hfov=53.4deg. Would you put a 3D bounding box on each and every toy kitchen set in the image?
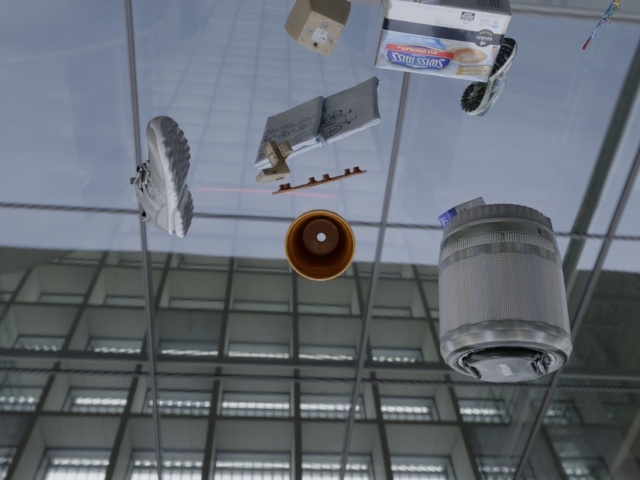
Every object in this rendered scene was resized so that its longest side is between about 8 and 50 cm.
[{"bbox_3d":[-0.107,-0.180,1.379,0.075,0.068,0.083,-15,-107,-41],"label":"toy kitchen set"}]

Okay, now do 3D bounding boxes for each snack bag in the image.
[{"bbox_3d":[-0.001,-0.316,1.655,0.342,0.037,0.323,-18,-151,15],"label":"snack bag"}]

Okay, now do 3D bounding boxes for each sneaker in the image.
[{"bbox_3d":[0.589,-0.559,2.191,0.122,0.283,0.110,12,-157,-49],"label":"sneaker"},{"bbox_3d":[-0.315,-0.114,1.216,0.115,0.281,0.105,10,-136,2],"label":"sneaker"}]

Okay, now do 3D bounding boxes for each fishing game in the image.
[{"bbox_3d":[0.709,-0.565,1.515,0.041,0.189,0.264,33,174,11],"label":"fishing game"}]

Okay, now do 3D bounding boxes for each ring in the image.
[{"bbox_3d":[-0.006,-0.208,2.175,0.336,0.032,0.336,-13,-173,2],"label":"ring"}]

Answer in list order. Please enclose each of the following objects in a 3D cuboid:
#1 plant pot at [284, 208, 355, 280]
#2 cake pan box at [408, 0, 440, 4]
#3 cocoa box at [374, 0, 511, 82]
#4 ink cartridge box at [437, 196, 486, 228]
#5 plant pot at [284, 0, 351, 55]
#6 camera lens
[{"bbox_3d":[0.000,0.000,1.908,0.205,0.205,0.188,6,-171,0],"label":"plant pot"},{"bbox_3d":[0.255,-0.593,1.265,0.070,0.246,0.267,41,-153,8],"label":"cake pan box"},{"bbox_3d":[0.343,-0.634,1.846,0.347,0.228,0.231,7,-131,-1],"label":"cocoa box"},{"bbox_3d":[0.408,-0.010,1.673,0.186,0.065,0.311,61,-152,6],"label":"ink cartridge box"},{"bbox_3d":[-0.003,-0.439,1.294,0.109,0.109,0.096,18,-144,-20],"label":"plant pot"},{"bbox_3d":[0.322,0.100,1.139,0.219,0.219,0.274,5,-118,-2],"label":"camera lens"}]
